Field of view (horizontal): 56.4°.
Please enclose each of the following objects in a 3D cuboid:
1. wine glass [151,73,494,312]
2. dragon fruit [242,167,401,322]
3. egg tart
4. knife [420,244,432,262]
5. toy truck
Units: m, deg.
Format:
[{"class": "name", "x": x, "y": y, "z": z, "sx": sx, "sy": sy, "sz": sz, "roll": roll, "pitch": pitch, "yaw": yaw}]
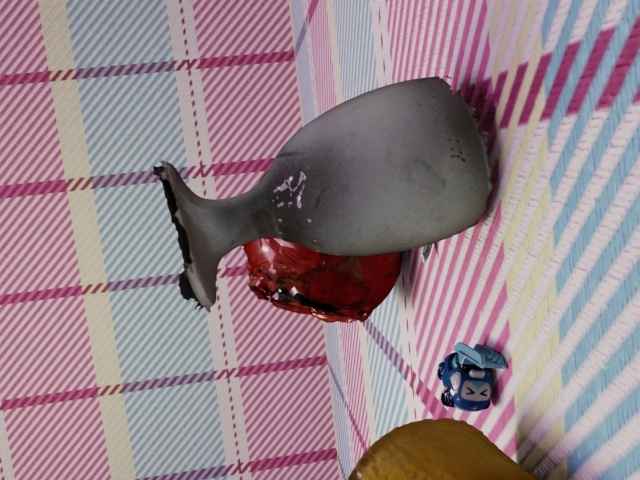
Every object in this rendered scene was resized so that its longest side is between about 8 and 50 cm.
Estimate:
[{"class": "wine glass", "x": 0.008, "y": -0.053, "z": 0.660, "sx": 0.190, "sy": 0.357, "sz": 0.190, "roll": 161, "pitch": 90, "yaw": -84}, {"class": "dragon fruit", "x": 0.000, "y": 0.000, "z": 1.053, "sx": 0.295, "sy": 0.295, "sz": 0.301, "roll": 112, "pitch": 154, "yaw": -77}, {"class": "egg tart", "x": 0.131, "y": 0.286, "z": 0.566, "sx": 0.171, "sy": 0.215, "sz": 0.215, "roll": 162, "pitch": 101, "yaw": -73}, {"class": "knife", "x": 0.144, "y": -0.059, "z": 0.859, "sx": 0.022, "sy": 0.026, "sz": 0.184, "roll": -12, "pitch": 80, "yaw": 44}, {"class": "toy truck", "x": 0.175, "y": 0.149, "z": 0.682, "sx": 0.090, "sy": 0.056, "sz": 0.073, "roll": 108, "pitch": 164, "yaw": -46}]
